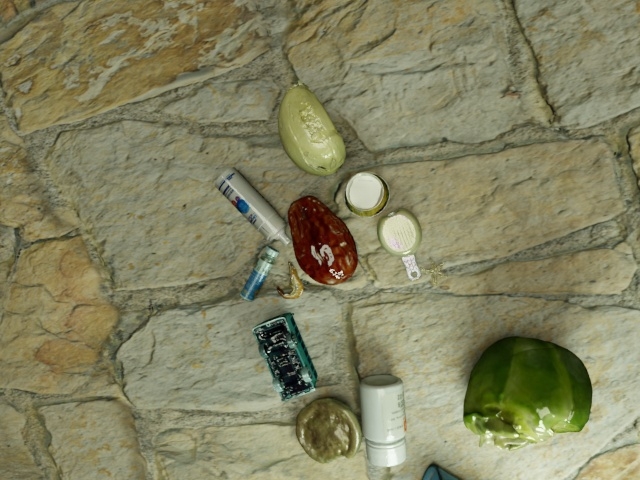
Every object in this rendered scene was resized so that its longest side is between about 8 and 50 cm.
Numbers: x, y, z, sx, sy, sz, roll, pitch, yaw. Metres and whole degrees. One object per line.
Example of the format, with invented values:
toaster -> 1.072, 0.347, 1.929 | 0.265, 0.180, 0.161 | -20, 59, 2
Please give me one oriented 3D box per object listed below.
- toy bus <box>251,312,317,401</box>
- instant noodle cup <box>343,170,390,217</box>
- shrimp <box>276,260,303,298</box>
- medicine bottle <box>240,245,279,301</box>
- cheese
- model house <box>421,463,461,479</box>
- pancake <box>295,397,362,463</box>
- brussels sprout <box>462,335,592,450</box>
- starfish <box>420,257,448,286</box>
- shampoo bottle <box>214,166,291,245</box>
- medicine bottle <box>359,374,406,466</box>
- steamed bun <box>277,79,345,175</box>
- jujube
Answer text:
toy bus -> -0.110, 0.360, 1.656 | 0.128, 0.147, 0.255 | -22, 94, 8
instant noodle cup -> 0.142, -0.144, 1.605 | 0.152, 0.122, 0.151 | 0, 92, 6
shrimp -> -0.105, 0.132, 1.704 | 0.091, 0.025, 0.127 | -9, 94, 10
medicine bottle -> -0.200, 0.109, 1.705 | 0.051, 0.051, 0.191 | 29, 97, 6
cheese -> 0.261, 0.015, 1.625 | 0.137, 0.064, 0.227 | -20, 89, 12
model house -> 0.435, 0.877, 1.574 | 0.303, 0.215, 0.237 | 27, 96, 2
pancake -> 0.020, 0.615, 1.671 | 0.236, 0.042, 0.222 | -5, 95, 29
brussels sprout -> 0.586, 0.441, 1.489 | 0.276, 0.314, 0.371 | 23, 134, -18
starfish -> 0.359, 0.102, 1.639 | 0.092, 0.016, 0.086 | 11, 93, 2
shampoo bottle -> -0.208, -0.099, 1.675 | 0.092, 0.092, 0.303 | -43, 86, 8
medicine bottle -> 0.197, 0.559, 1.623 | 0.145, 0.144, 0.251 | -3, 90, 9
steamed bun -> -0.044, -0.323, 1.570 | 0.166, 0.232, 0.272 | -31, 87, 3
jujube -> 0.000, 0.000, 1.600 | 0.197, 0.197, 0.290 | -31, 73, 9
